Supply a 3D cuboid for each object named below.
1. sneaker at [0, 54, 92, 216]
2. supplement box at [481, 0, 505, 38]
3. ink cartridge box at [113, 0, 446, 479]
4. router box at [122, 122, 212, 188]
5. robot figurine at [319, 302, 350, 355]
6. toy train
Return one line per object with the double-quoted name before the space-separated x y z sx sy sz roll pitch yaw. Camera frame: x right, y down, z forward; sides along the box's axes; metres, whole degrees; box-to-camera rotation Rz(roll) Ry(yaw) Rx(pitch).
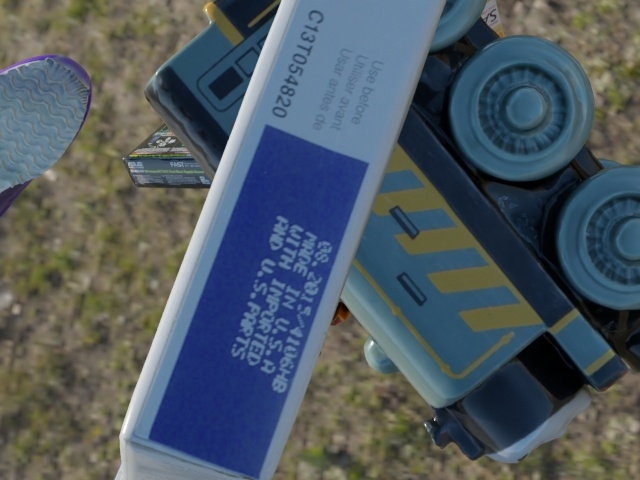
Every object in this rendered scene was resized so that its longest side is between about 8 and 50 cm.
"sneaker" -0.317 -0.095 1.635 0.293 0.102 0.146 -43 15 29
"supplement box" 0.111 -0.192 1.371 0.036 0.062 0.098 21 138 49
"ink cartridge box" -0.010 -0.017 0.542 0.224 0.045 0.223 122 167 -75
"router box" -0.125 -0.092 1.685 0.122 0.092 0.038 2 126 42
"robot figurine" 0.000 0.000 1.277 0.291 0.085 0.211 -30 25 29
"toy train" 0.059 -0.036 0.913 0.190 0.142 0.334 -40 95 3
